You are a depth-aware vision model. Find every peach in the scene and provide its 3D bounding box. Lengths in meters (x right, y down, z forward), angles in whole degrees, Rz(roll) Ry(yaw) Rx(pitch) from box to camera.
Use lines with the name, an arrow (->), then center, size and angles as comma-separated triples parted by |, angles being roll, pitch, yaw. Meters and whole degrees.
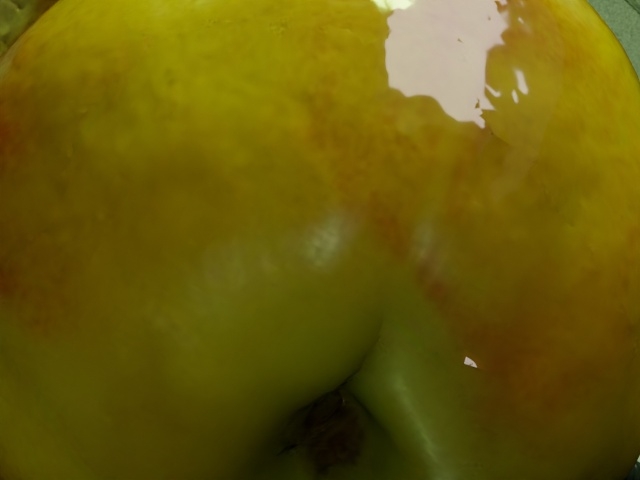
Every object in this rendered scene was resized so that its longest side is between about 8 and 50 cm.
peach -> -0.005, 0.000, 0.788 | 0.289, 0.289, 0.308 | 27, 30, -21

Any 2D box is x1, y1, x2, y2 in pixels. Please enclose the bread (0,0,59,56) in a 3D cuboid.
bread -> -0.238, -0.119, 0.874 | 0.288, 0.152, 0.119 | -3, 13, -19

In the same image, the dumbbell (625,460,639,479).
dumbbell -> 0.056, 0.079, 1.028 | 0.325, 0.143, 0.143 | 24, 12, -33
